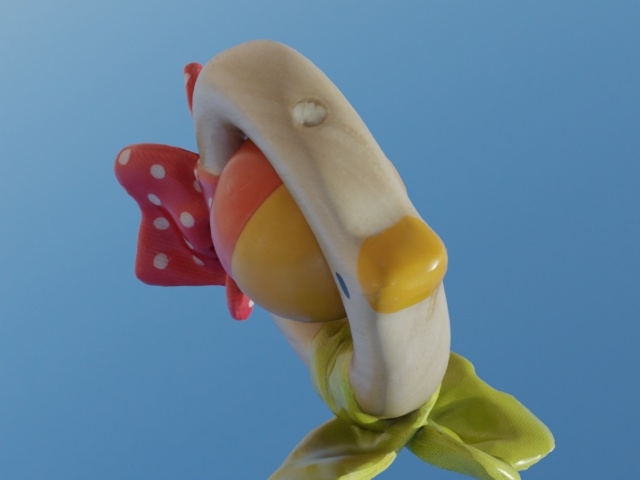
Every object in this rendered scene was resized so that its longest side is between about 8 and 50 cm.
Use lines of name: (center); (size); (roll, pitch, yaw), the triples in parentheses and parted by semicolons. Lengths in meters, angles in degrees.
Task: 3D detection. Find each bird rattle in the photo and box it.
bird rattle: (0.000, 0.000, 0.602); (0.143, 0.207, 0.253); (-18, -121, -13)
